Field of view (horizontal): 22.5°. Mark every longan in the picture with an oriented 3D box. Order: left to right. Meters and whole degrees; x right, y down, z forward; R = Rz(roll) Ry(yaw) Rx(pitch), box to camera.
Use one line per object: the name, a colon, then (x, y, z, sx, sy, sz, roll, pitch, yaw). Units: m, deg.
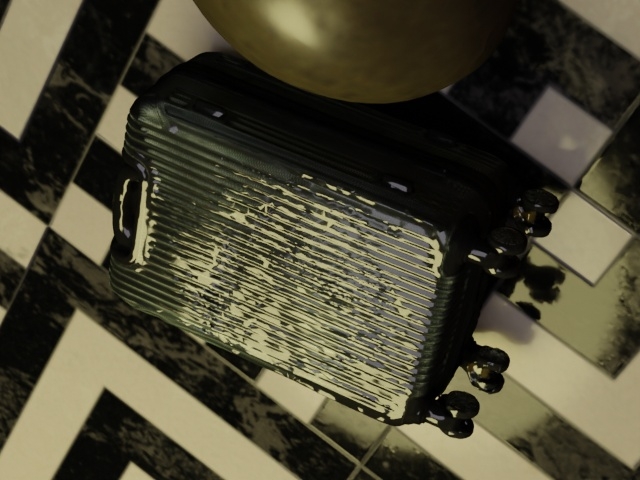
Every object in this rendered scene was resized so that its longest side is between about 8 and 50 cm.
longan: (0.011, -0.205, 1.019, 0.246, 0.215, 0.246, 57, 163, 28)

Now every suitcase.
suitcase: (0.000, 0.000, 1.178, 0.312, 0.128, 0.202, 22, 124, 16)
